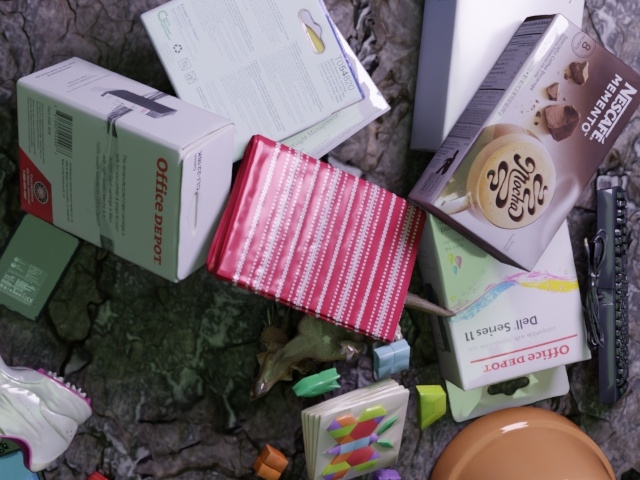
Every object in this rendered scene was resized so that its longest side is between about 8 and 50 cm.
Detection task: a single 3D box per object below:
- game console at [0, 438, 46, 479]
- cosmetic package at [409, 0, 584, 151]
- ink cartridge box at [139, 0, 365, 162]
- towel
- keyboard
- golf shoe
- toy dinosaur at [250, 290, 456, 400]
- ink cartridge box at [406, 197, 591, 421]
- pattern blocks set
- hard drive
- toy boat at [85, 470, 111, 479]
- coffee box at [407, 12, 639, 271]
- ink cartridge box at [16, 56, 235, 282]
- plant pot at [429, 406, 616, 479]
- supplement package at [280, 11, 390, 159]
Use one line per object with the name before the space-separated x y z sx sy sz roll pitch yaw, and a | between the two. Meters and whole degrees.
game console | -0.438 0.339 1.675 0.107 0.071 0.122 -18 97 -9
cosmetic package | 0.254 -0.297 1.720 0.197 0.155 0.365 3 93 -14
ink cartridge box | -0.086 -0.234 1.560 0.224 0.045 0.223 -25 101 -5
towel | 0.000 0.000 1.564 0.275 0.031 0.199 23 73 -23
keyboard | 0.425 0.080 1.771 0.033 0.201 0.317 0 94 29
golf shoe | -0.465 0.202 1.631 0.306 0.115 0.140 30 76 -10
toy dinosaur | 0.028 0.114 1.699 0.295 0.200 0.127 -17 81 -14
ink cartridge box | 0.266 0.088 1.766 0.207 0.119 0.353 -14 97 -10
pattern blocks set | 0.046 0.274 1.682 0.285 0.026 0.325 -25 138 -8
hard drive | -0.402 0.034 1.686 0.094 0.022 0.135 30 88 -11
toy boat | -0.238 0.456 1.663 0.318 0.267 0.148 29 77 19
coffee box | 0.274 -0.131 1.597 0.168 0.119 0.297 34 89 -14
ink cartridge box | -0.251 -0.093 1.555 0.273 0.114 0.197 24 126 25
plant pot | 0.318 0.405 1.747 0.291 0.203 0.291 -1 97 -11
supplement package | -0.049 -0.210 1.670 0.194 0.149 0.203 -36 100 -5
